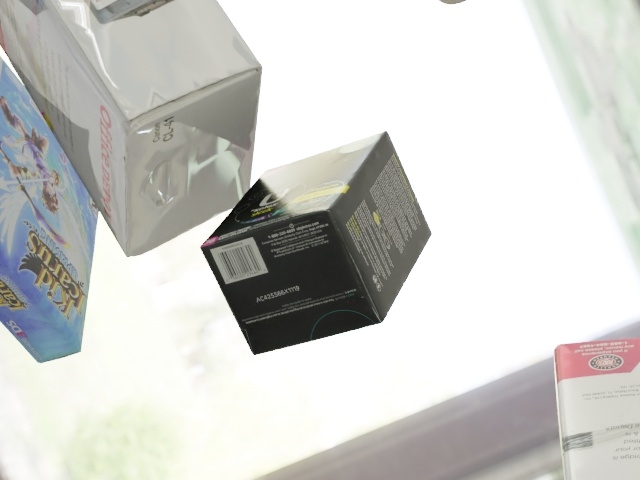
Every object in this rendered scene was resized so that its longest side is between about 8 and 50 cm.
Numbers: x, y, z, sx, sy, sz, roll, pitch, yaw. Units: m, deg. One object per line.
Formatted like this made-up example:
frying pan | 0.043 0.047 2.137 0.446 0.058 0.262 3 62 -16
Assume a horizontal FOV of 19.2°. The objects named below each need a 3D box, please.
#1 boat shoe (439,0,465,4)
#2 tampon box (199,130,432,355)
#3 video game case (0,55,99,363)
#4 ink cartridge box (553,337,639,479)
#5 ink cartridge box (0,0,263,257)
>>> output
boat shoe | 0.099 -0.360 1.434 0.158 0.127 0.340 40 -48 33
tampon box | 0.000 0.000 1.501 0.101 0.120 0.161 65 26 -17
video game case | -0.333 -0.043 2.039 0.269 0.061 0.244 56 28 -43
ink cartridge box | 0.273 0.177 1.451 0.237 0.172 0.100 -84 167 -59
ink cartridge box | -0.180 -0.174 1.587 0.306 0.131 0.226 55 -20 22
